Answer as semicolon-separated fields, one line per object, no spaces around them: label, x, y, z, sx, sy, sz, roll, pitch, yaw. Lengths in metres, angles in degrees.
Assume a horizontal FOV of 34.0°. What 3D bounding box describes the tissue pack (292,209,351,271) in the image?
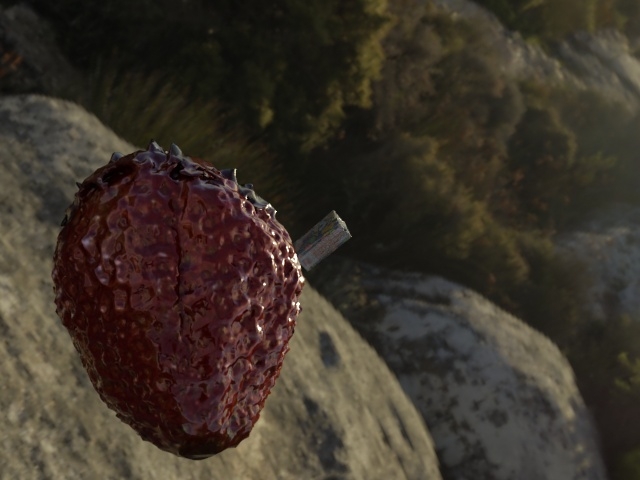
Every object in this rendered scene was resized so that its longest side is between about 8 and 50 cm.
tissue pack;0.000;0.000;1.521;0.035;0.083;0.063;49;7;-22

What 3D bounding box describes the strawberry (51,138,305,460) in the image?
strawberry;-0.135;0.066;1.021;0.250;0.238;0.288;0;66;-11
